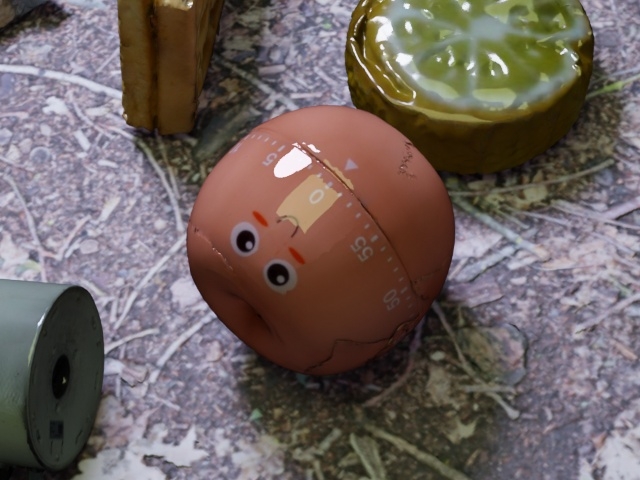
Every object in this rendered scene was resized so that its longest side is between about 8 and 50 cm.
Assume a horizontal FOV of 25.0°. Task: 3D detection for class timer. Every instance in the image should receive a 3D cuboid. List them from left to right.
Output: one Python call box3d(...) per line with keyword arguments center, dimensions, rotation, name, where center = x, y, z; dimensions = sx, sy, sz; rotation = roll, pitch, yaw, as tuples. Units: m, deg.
box3d(center=(0.000, 0.000, 1.291), dimensions=(0.229, 0.230, 0.215), rotation=(36, 73, 27), name="timer")

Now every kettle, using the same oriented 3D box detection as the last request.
box3d(center=(-0.345, 0.138, 1.297), dimensions=(0.255, 0.165, 0.240), rotation=(5, 85, 12), name="kettle")

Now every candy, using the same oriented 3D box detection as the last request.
box3d(center=(0.150, -0.187, 1.466), dimensions=(0.259, 0.118, 0.260), rotation=(-3, 58, 4), name="candy")

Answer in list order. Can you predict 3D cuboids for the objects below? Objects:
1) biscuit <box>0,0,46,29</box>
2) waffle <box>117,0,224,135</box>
box3d(center=(-0.459, -0.251, 1.616), dimensions=(0.309, 0.079, 0.186), rotation=(-37, 63, -15), name="biscuit")
box3d(center=(-0.149, -0.297, 1.518), dimensions=(0.098, 0.224, 0.328), rotation=(7, 57, 2), name="waffle")
